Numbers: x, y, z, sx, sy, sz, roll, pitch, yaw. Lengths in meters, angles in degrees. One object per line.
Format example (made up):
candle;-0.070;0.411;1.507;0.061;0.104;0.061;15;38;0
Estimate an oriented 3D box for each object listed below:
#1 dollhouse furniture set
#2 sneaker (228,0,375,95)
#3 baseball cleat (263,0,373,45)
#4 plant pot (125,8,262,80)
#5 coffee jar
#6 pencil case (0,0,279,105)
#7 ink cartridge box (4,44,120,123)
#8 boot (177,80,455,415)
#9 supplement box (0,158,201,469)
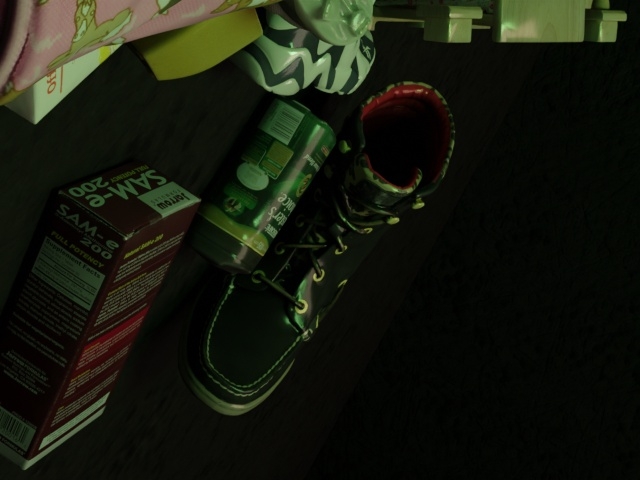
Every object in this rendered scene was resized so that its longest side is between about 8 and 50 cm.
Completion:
dollhouse furniture set;0.148;-0.312;1.392;0.355;0.303;0.174;-8;106;-43
sneaker;0.019;-0.220;1.169;0.153;0.094;0.235;-53;161;24
baseball cleat;-0.041;-0.206;0.815;0.072;0.109;0.206;-47;132;-20
plant pot;-0.101;-0.160;0.886;0.083;0.081;0.081;-39;167;-5
coffee jar;-0.062;-0.053;1.311;0.184;0.079;0.096;-57;169;-2
pencil case;-0.030;-0.182;0.634;0.386;0.167;0.160;-23;106;-40
ink cartridge box;-0.150;-0.149;0.724;0.198;0.067;0.115;-50;166;-32
boot;0.000;0.000;1.416;0.284;0.138;0.377;-48;-178;45
supplement box;-0.198;0.060;1.060;0.239;0.073;0.130;-62;169;23
